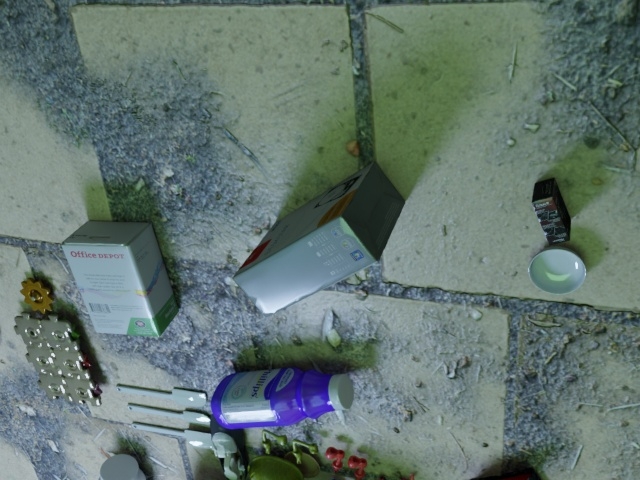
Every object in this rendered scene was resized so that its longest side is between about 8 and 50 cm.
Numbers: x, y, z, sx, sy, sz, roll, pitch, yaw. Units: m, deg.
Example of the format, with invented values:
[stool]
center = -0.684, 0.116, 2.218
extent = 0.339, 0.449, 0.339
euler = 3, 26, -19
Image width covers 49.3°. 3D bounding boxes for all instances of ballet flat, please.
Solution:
[ballet flat]
center = -0.202, 0.469, 1.547
extent = 0.074, 0.074, 0.203
euler = 1, 121, 21

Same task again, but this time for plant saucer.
[plant saucer]
center = -0.038, 0.486, 1.526
extent = 0.083, 0.015, 0.083
euler = 11, 125, 16

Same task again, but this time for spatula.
[spatula]
center = -0.352, 0.401, 1.596
extent = 0.242, 0.019, 0.168
euler = 2, 123, 21

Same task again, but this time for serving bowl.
[serving bowl]
center = 0.363, 0.042, 1.067
extent = 0.083, 0.027, 0.083
euler = 11, 125, 16

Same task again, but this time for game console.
[game console]
center = 0.348, 0.494, 1.331
extent = 0.144, 0.085, 0.124
euler = -26, 109, 33

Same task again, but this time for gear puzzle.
[gear puzzle]
center = -0.599, 0.225, 1.572
extent = 0.176, 0.044, 0.338
euler = 2, 119, 23

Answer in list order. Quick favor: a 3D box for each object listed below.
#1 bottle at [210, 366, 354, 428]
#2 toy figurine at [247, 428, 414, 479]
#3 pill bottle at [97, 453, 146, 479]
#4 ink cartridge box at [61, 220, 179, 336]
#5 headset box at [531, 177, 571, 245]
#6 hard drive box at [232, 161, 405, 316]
[bottle]
center = -0.074, 0.304, 1.357
extent = 0.283, 0.118, 0.092
euler = -11, 116, 28
[toy figurine]
center = 0.000, 0.564, 1.418
extent = 0.363, 0.217, 0.191
euler = 17, 127, 5
[pill bottle]
center = -0.495, 0.640, 1.744
extent = 0.124, 0.124, 0.221
euler = 15, 125, 13
[ink cartridge box]
center = -0.383, 0.073, 1.349
extent = 0.154, 0.093, 0.212
euler = 1, 123, 21
[headset box]
center = 0.331, -0.045, 1.002
extent = 0.032, 0.062, 0.083
euler = -16, 114, 29
[hard drive box]
center = 0.000, 0.000, 1.091
extent = 0.232, 0.181, 0.089
euler = -30, 106, 33
